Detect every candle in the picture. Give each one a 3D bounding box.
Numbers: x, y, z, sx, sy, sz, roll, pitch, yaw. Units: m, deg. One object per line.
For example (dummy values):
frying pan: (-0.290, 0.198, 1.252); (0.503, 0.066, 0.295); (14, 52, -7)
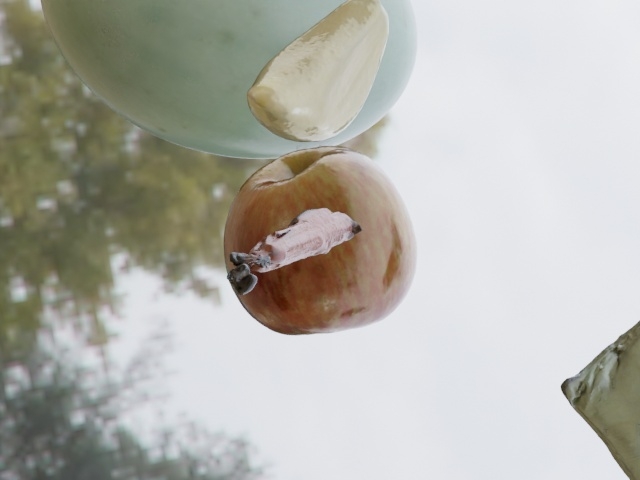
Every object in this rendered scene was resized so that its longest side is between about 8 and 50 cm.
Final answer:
candle: (-0.017, 0.003, 0.945); (0.021, 0.167, 0.026); (-43, -96, 20)

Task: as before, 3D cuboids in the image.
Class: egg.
egg: (-0.090, -0.224, 1.840); (0.276, 0.389, 0.276); (-164, -90, -74)

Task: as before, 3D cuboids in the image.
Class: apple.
apple: (0.000, 0.000, 1.326); (0.146, 0.146, 0.131); (21, -53, 62)

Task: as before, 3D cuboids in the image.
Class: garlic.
garlic: (-0.001, -0.073, 0.804); (0.041, 0.083, 0.053); (31, -28, 22)

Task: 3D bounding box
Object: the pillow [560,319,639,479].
pillow: (0.324, 0.069, 1.333); (0.185, 0.302, 0.075); (53, -12, -23)
